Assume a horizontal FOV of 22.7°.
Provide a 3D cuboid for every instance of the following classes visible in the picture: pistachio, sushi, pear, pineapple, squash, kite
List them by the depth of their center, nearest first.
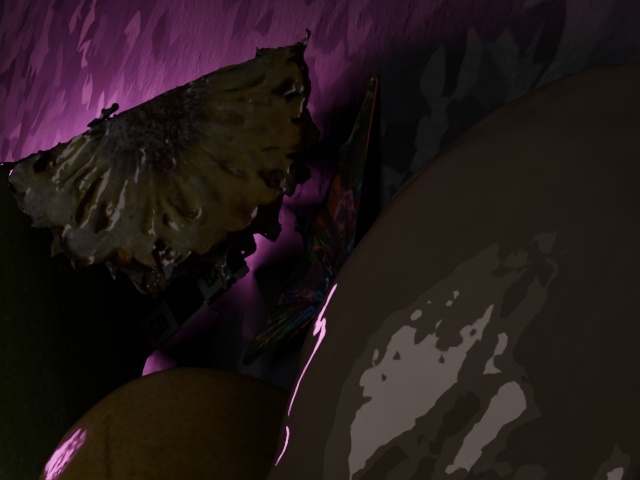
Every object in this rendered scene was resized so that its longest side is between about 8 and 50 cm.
[{"bbox_3d":[0.124,0.099,0.945,0.446,0.281,0.365,-60,16,0],"label":"pistachio"},{"bbox_3d":[-0.089,0.249,1.251,0.314,0.314,0.314,-43,40,50],"label":"pear"},{"bbox_3d":[0.000,0.000,1.507,0.234,0.016,0.321,-123,55,-70],"label":"kite"},{"bbox_3d":[-0.112,-0.052,1.668,0.286,0.344,0.209,-9,-105,-81],"label":"pineapple"},{"bbox_3d":[-0.346,0.122,1.731,0.263,0.263,0.385,-42,56,50],"label":"squash"},{"bbox_3d":[-0.196,0.004,1.775,0.192,0.050,0.215,-39,54,20],"label":"sushi"}]

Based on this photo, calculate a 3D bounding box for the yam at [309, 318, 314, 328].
[{"bbox_3d":[0.047,0.018,1.422,0.029,0.027,0.234,51,133,15],"label":"yam"}]

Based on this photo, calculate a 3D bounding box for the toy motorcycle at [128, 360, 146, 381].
[{"bbox_3d":[-0.319,0.115,1.953,0.319,0.182,0.241,-65,23,13],"label":"toy motorcycle"}]
